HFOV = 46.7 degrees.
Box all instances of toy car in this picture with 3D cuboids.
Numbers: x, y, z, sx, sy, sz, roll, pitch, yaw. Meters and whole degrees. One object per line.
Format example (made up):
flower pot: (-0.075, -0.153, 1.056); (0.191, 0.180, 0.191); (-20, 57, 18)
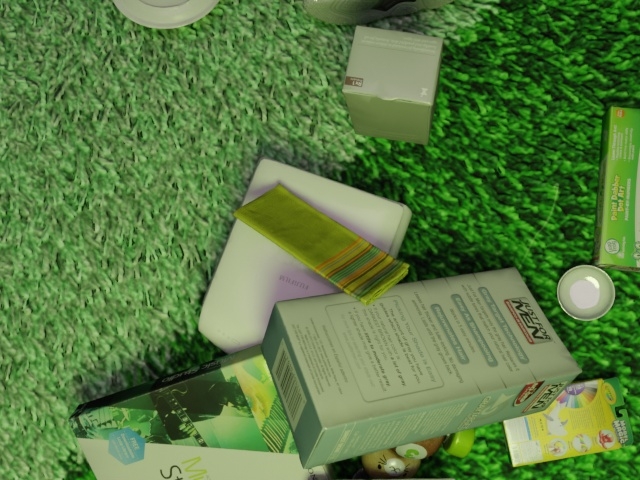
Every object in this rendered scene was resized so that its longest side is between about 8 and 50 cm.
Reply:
toy car: (0.107, 0.310, 1.068); (0.155, 0.149, 0.188); (19, 97, -6)

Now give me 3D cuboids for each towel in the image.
towel: (0.000, 0.000, 1.013); (0.237, 0.021, 0.102); (33, 42, 23)

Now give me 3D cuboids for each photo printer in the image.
photo printer: (-0.031, 0.054, 1.126); (0.256, 0.107, 0.307); (21, 84, 8)

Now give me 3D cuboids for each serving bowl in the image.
serving bowl: (0.399, 0.078, 1.121); (0.083, 0.027, 0.083); (0, 90, 10)

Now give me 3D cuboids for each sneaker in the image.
sneaker: (0.096, -0.445, 1.198); (0.269, 0.101, 0.153); (-10, 80, -2)

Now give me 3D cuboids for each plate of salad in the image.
plate of salad: (-0.256, -0.438, 1.252); (0.200, 0.048, 0.199); (0, 72, 0)

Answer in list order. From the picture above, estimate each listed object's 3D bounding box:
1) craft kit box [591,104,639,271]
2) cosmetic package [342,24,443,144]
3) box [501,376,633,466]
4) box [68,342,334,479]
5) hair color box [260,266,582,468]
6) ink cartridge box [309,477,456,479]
craft kit box: (0.549, -0.068, 1.121); (0.247, 0.061, 0.249); (7, 82, 4)
cosmetic package: (0.109, -0.219, 1.089); (0.127, 0.238, 0.107); (11, 83, 6)
box: (0.358, 0.264, 1.093); (0.179, 0.043, 0.105); (-11, 80, 6)
box: (-0.168, 0.298, 1.074); (0.322, 0.058, 0.232); (-20, 104, 6)
hair color box: (0.131, 0.157, 0.984); (0.375, 0.113, 0.185); (-7, 51, -23)
ink cartridge box: (0.086, 0.410, 1.035); (0.209, 0.153, 0.086); (-2, 38, 6)
